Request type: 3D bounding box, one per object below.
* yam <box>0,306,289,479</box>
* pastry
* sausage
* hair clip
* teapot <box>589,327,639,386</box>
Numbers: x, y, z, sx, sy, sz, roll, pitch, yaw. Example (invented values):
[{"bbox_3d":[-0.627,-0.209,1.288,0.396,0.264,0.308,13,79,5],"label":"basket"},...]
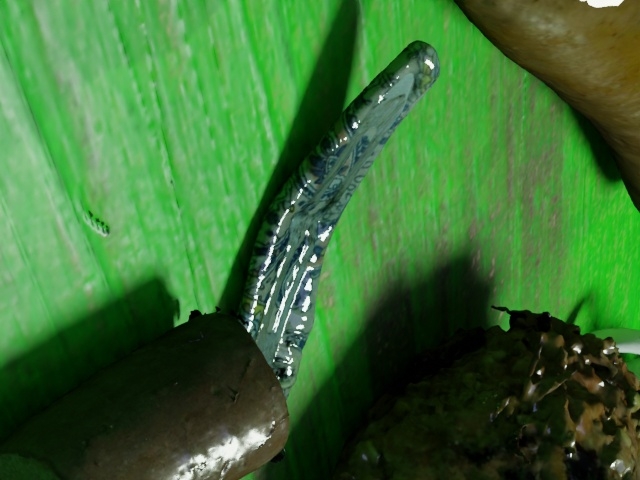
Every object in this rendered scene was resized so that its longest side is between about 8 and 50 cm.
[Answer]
[{"bbox_3d":[-0.079,0.093,0.566,0.127,0.084,0.084,-31,137,-41],"label":"yam"},{"bbox_3d":[0.124,0.180,0.815,0.275,0.193,0.274,-32,134,-41],"label":"pastry"},{"bbox_3d":[0.202,-0.113,0.771,0.136,0.123,0.501,-36,151,14],"label":"sausage"},{"bbox_3d":[-0.002,-0.001,0.644,0.066,0.036,0.229,4,117,-51],"label":"hair clip"},{"bbox_3d":[0.265,0.193,1.087,0.204,0.140,0.298,-65,159,-54],"label":"teapot"}]
